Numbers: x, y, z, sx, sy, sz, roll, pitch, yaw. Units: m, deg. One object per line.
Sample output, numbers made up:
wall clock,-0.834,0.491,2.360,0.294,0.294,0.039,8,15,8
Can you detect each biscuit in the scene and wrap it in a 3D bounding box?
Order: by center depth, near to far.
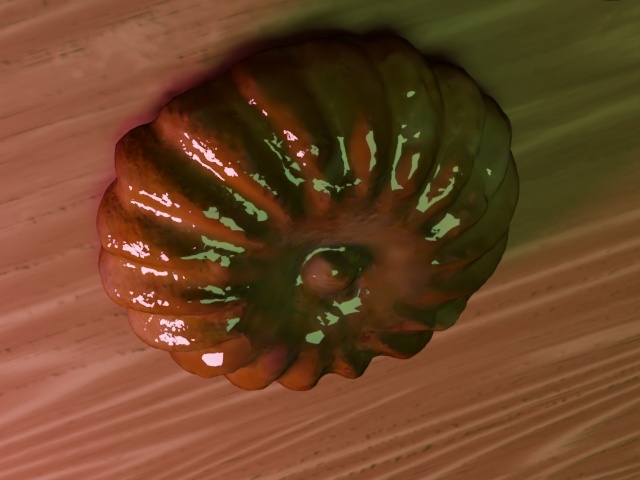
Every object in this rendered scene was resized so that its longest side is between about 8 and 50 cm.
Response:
biscuit,0.000,0.000,0.922,0.326,0.107,0.325,-13,137,-12
